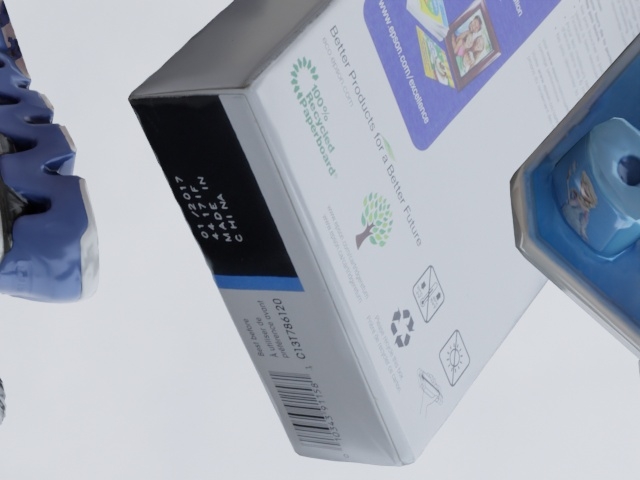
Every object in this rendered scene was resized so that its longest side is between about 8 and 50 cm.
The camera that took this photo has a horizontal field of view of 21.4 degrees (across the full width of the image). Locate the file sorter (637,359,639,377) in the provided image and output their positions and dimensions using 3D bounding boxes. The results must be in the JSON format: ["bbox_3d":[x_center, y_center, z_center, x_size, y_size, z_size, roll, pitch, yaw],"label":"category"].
[{"bbox_3d":[0.374,0.160,1.274,0.193,0.173,0.277,-35,-168,18],"label":"file sorter"}]

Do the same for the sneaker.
[{"bbox_3d":[-0.264,-0.079,0.962,0.315,0.182,0.127,58,-32,32],"label":"sneaker"}]

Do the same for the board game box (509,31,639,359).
[{"bbox_3d":[0.316,-0.022,0.451,0.390,0.390,0.050,-47,176,-15],"label":"board game box"}]

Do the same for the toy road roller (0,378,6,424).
[{"bbox_3d":[-0.191,0.163,0.610,0.203,0.329,0.240,-22,-168,-4],"label":"toy road roller"}]

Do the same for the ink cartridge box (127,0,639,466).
[{"bbox_3d":[0.067,-0.076,0.694,0.065,0.165,0.332,0,-146,40],"label":"ink cartridge box"}]
